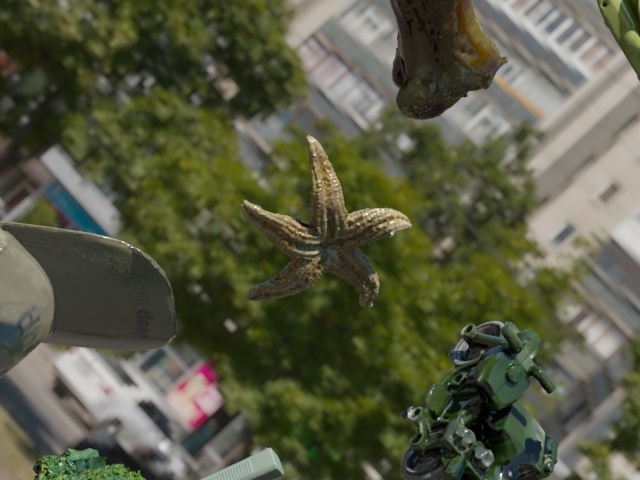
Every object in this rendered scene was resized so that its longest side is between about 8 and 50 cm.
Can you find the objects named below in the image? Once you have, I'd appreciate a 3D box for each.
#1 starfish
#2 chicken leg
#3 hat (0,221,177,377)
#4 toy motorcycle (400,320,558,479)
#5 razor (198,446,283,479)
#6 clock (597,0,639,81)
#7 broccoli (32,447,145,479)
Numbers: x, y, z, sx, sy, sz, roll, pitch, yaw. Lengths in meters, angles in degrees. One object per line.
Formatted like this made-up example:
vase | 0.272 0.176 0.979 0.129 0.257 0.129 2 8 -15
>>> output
starfish | 0.000 0.000 2.136 0.062 0.236 0.277 -115 -175 -51
chicken leg | 0.090 -0.272 1.333 0.211 0.140 0.361 -11 -47 26
hat | -0.274 0.087 1.621 0.245 0.149 0.214 16 -36 9
toy motorcycle | 0.191 0.221 1.814 0.127 0.275 0.205 -20 -61 42
razor | -0.173 0.297 1.881 0.111 0.278 0.056 57 17 -53
clock | 0.439 -0.277 1.900 0.069 0.232 0.170 0 58 -58
broccoli | -0.191 0.265 1.404 0.156 0.195 0.195 -22 -65 42
